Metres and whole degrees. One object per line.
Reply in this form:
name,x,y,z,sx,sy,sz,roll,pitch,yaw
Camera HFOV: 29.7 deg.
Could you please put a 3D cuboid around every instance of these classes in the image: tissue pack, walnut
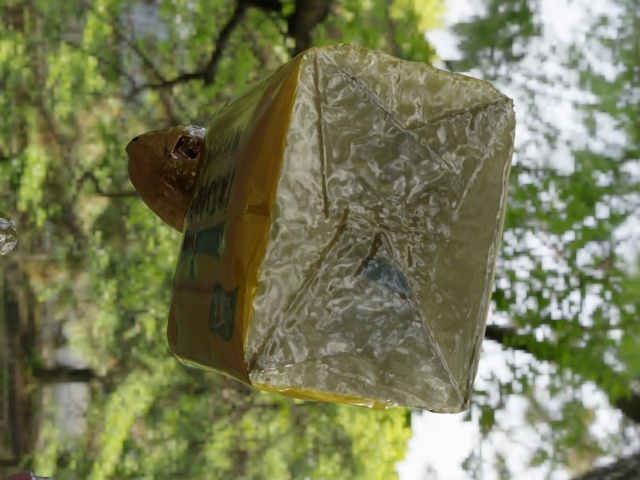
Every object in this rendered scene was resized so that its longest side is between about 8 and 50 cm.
tissue pack,0.000,0.000,1.147,0.382,0.228,0.293,176,-74,-73
walnut,-0.132,-0.062,1.488,0.137,0.245,0.137,-58,175,-8

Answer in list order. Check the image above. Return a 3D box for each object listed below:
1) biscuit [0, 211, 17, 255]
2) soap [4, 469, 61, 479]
biscuit,-0.364,-0.020,1.119,0.174,0.183,0.039,28,-80,65
soap,-0.363,0.417,1.332,0.109,0.193,0.323,-92,-158,-78
